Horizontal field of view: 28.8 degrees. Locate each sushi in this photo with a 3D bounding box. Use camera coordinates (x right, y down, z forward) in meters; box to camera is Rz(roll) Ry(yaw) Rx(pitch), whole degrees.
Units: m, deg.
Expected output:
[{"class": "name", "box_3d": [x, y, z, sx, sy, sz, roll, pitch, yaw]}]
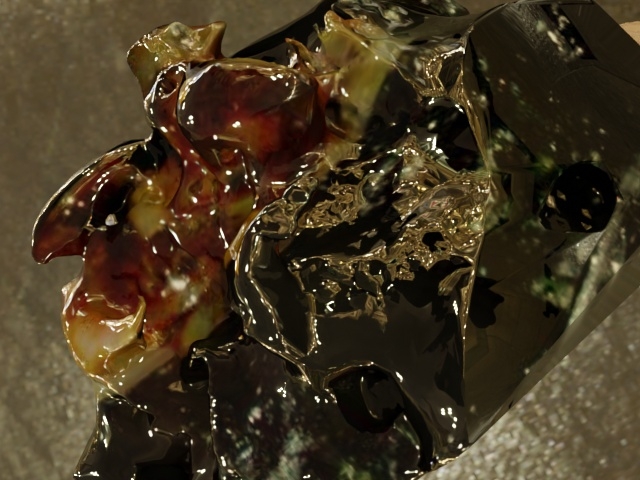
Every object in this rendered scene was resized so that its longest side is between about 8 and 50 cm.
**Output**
[{"class": "sushi", "box_3d": [0.000, 0.000, 0.540, 0.212, 0.215, 0.227, 47, 141, 6]}]

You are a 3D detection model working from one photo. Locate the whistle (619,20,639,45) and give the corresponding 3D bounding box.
[{"class": "whistle", "box_3d": [0.269, -0.073, 0.803, 0.348, 0.189, 0.189, -14, 91, 47]}]
